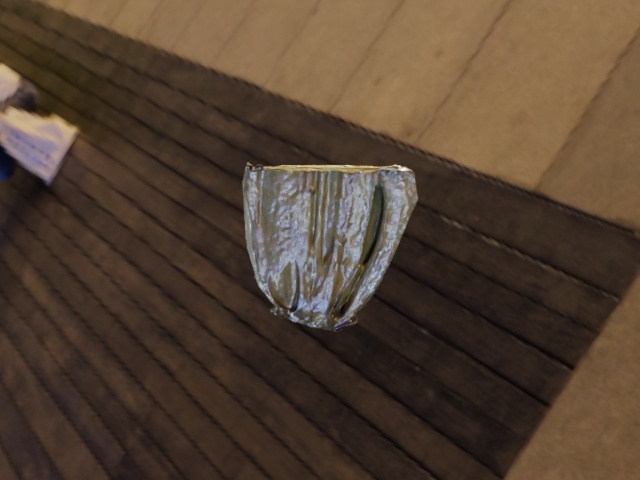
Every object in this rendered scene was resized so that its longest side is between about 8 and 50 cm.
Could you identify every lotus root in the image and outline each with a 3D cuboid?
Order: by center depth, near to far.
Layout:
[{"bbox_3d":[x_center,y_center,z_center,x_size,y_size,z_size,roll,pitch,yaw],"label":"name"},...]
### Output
[{"bbox_3d":[-0.002,-0.001,0.909,0.070,0.143,0.144,-122,42,-79],"label":"lotus root"}]
